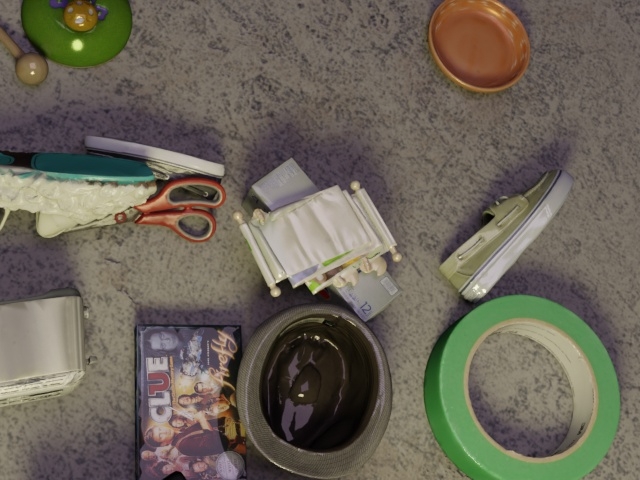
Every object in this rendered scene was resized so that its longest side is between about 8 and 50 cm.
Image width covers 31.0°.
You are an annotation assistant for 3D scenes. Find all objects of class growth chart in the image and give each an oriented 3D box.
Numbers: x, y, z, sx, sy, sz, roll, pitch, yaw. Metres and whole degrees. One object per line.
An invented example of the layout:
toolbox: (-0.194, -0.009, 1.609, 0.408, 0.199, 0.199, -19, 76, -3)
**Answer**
growth chart: (0.000, 0.000, 1.807, 0.237, 0.021, 0.171, -18, 78, -19)

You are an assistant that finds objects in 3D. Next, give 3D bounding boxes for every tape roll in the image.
tape roll: (0.332, 0.252, 1.896, 0.321, 0.077, 0.321, 6, 69, -15)

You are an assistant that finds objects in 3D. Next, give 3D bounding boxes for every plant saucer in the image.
plant saucer: (0.287, -0.358, 2.116, 0.200, 0.037, 0.199, 5, 71, -15)

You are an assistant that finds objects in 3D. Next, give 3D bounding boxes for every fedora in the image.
fedora: (-0.018, 0.234, 1.770, 0.244, 0.124, 0.275, 13, 68, -12)

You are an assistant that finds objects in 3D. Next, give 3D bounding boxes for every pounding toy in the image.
pounding toy: (-0.415, -0.375, 1.873, 0.237, 0.110, 0.183, -31, 82, -24)

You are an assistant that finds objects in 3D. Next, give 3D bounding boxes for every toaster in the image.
toaster: (-0.442, 0.159, 1.670, 0.227, 0.129, 0.146, -8, 76, -20)

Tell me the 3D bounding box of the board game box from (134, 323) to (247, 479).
board game box: (-0.199, 0.250, 1.756, 0.165, 0.042, 0.243, 1, 71, -16)

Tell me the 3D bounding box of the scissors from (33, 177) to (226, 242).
scissors: (-0.298, -0.051, 1.818, 0.297, 0.021, 0.109, 2, 113, -13)

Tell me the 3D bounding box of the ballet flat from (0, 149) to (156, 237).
ballet flat: (-0.457, -0.075, 1.752, 0.409, 0.147, 0.146, 7, 70, -7)

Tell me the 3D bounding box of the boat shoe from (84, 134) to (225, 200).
boat shoe: (-0.270, -0.113, 1.851, 0.229, 0.080, 0.076, 13, 93, -16)

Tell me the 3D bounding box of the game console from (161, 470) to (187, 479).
game console: (-0.223, 0.419, 1.682, 0.122, 0.071, 0.107, -34, 128, -13)

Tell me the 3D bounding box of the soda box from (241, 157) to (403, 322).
soda box: (0.000, 0.011, 1.868, 0.091, 0.098, 0.286, -38, 85, -22)

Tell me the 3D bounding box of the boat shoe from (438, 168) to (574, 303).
boat shoe: (0.322, -0.027, 1.975, 0.094, 0.109, 0.302, 41, 68, 3)
